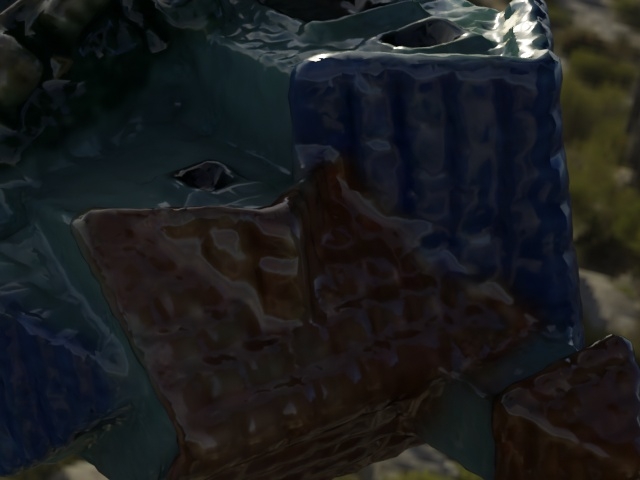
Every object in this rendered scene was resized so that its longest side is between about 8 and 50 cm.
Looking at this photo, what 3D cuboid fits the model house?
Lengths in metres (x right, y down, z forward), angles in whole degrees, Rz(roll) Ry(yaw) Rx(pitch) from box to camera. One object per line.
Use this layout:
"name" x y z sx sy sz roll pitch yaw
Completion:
"model house" 0.000 0.000 0.373 0.148 0.119 0.149 -19 30 -32
